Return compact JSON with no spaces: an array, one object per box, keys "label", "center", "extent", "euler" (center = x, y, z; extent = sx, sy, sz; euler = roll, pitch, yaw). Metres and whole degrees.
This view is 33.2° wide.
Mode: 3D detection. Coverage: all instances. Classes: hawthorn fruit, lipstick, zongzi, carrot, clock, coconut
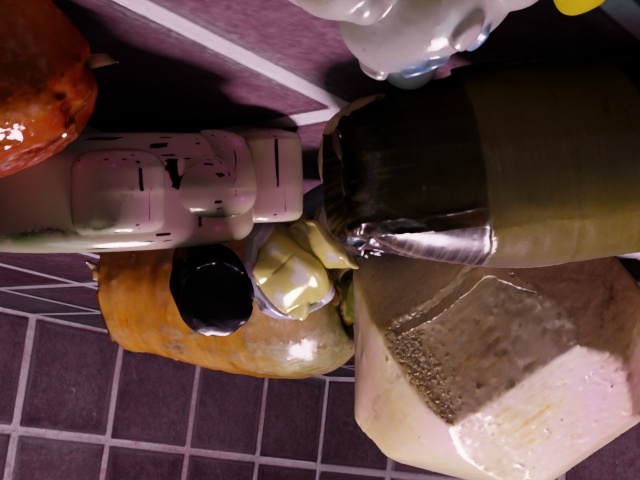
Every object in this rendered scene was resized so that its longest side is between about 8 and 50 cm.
[{"label":"hawthorn fruit","center":[-0.265,-0.121,0.798],"extent":[0.179,0.173,0.173],"euler":[-23,159,16]},{"label":"lipstick","center":[-0.118,0.036,1.106],"extent":[0.077,0.077,0.418],"euler":[8,-177,-9]},{"label":"zongzi","center":[0.137,-0.047,0.868],"extent":[0.289,0.154,0.317],"euler":[-4,173,-5]},{"label":"carrot","center":[-0.113,0.071,1.432],"extent":[0.341,0.224,0.224],"euler":[1,167,22]},{"label":"clock","center":[-0.189,-0.050,1.001],"extent":[0.284,0.114,0.309],"euler":[2,-175,24]},{"label":"coconut","center":[0.190,0.116,1.205],"extent":[0.352,0.352,0.352],"euler":[6,168,1]}]

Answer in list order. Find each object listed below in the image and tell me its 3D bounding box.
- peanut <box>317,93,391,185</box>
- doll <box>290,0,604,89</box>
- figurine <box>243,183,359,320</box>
[{"label":"peanut","center":[0.098,-0.054,0.997],"extent":[0.136,0.120,0.298],"euler":[27,-176,39]},{"label":"doll","center":[0.053,-0.149,0.582],"extent":[0.237,0.111,0.252],"euler":[2,169,-39]},{"label":"figurine","center":[0.000,0.000,1.155],"extent":[0.128,0.184,0.208],"euler":[43,152,-21]}]
